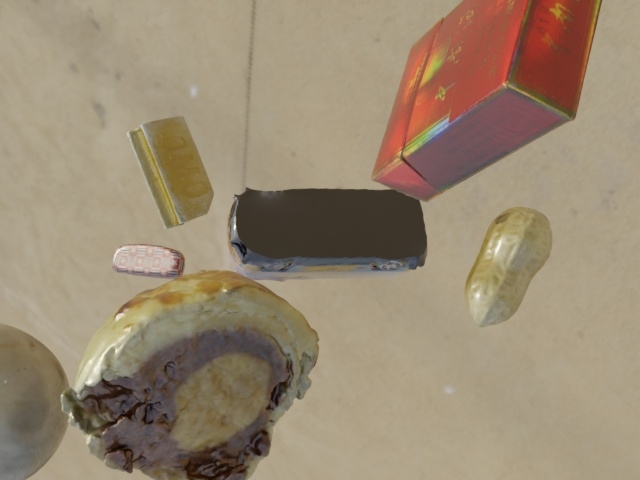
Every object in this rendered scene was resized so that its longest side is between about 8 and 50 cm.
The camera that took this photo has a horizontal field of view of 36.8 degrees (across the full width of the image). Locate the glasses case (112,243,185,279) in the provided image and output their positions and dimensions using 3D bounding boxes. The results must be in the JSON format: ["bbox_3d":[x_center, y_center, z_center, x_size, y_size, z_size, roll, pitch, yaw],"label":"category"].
[{"bbox_3d":[-0.387,0.047,2.183,0.194,0.073,0.049,5,171,30],"label":"glasses case"}]

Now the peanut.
[{"bbox_3d":[0.310,0.041,1.596,0.120,0.236,0.110,-6,134,50],"label":"peanut"}]

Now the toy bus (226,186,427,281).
[{"bbox_3d":[0.000,0.000,1.874,0.162,0.386,0.171,123,143,-61],"label":"toy bus"}]

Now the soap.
[{"bbox_3d":[-0.323,-0.152,2.124,0.073,0.140,0.232,-20,92,39],"label":"soap"}]

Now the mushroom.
[{"bbox_3d":[-0.415,0.211,1.193,0.207,0.207,0.215,45,157,4],"label":"mushroom"}]

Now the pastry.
[{"bbox_3d":[-0.144,0.134,1.050,0.256,0.237,0.170,33,179,-37],"label":"pastry"}]

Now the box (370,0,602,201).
[{"bbox_3d":[0.175,-0.180,1.063,0.089,0.197,0.313,22,160,-15],"label":"box"}]
